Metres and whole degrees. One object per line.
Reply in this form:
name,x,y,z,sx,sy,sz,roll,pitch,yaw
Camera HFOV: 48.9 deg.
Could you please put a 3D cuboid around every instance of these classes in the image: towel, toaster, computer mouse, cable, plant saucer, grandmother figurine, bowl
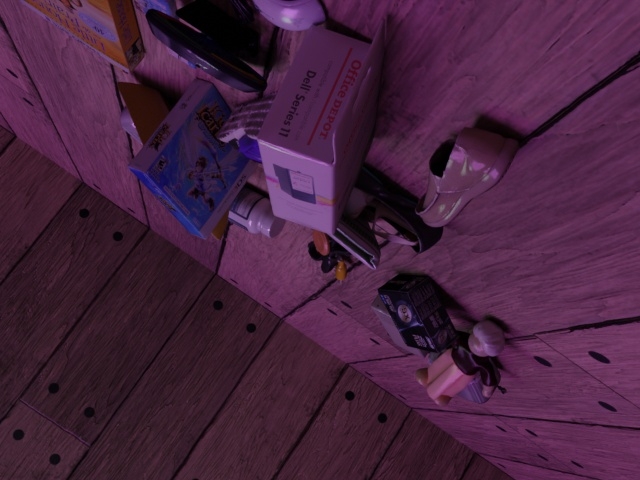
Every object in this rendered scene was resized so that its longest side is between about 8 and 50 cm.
towel,0.017,-0.061,1.450,0.248,0.038,0.325,37,-170,-11
toaster,0.411,0.366,2.000,0.227,0.129,0.146,25,160,38
computer mouse,-0.078,-0.346,1.033,0.193,0.042,0.106,24,160,33
cable,0.040,0.019,1.905,0.139,0.072,0.287,52,155,13
plant saucer,-0.338,-0.207,1.713,0.332,0.081,0.332,60,-178,36
grandmother figurine,0.369,0.312,1.798,0.208,0.104,0.342,42,143,14
plant saucer,0.000,0.000,1.867,0.083,0.013,0.083,46,146,46
bowl,-0.494,-0.311,1.960,0.142,0.053,0.142,45,161,-28

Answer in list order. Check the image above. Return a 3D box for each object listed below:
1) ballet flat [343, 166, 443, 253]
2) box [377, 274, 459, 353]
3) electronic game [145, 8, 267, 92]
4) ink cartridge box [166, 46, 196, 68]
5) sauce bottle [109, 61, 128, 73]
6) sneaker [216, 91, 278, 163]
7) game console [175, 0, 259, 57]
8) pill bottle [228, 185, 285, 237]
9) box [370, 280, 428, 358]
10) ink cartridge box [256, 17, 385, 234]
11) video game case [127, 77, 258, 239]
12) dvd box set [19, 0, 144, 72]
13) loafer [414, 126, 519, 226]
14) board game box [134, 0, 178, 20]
ballet flat,0.109,-0.069,1.375,0.280,0.096,0.095,33,163,7
box,0.244,0.182,1.772,0.180,0.078,0.147,62,157,-13
electronic game,-0.189,-0.319,1.184,0.229,0.048,0.229,32,-166,-9
ink cartridge box,-0.272,-0.374,1.366,0.083,0.028,0.048,32,164,11
sauce bottle,-0.482,-0.432,1.599,0.128,0.042,0.042,38,164,-4
sneaker,-0.087,-0.203,1.392,0.146,0.102,0.293,37,169,-26
game console,-0.172,-0.344,1.176,0.122,0.071,0.107,34,164,3
pill bottle,-0.188,-0.080,1.922,0.180,0.108,0.108,29,163,20
box,0.243,0.227,1.988,0.113,0.094,0.275,25,162,31
ink cartridge box,0.003,-0.170,1.060,0.119,0.207,0.353,20,162,7
video game case,-0.263,-0.172,1.544,0.061,0.244,0.269,21,160,31
dvd box set,-0.501,-0.518,1.341,0.308,0.062,0.420,34,164,2
loafer,0.207,-0.104,1.088,0.092,0.102,0.268,36,155,-2
board game box,-0.301,-0.430,1.274,0.090,0.020,0.090,32,163,7
